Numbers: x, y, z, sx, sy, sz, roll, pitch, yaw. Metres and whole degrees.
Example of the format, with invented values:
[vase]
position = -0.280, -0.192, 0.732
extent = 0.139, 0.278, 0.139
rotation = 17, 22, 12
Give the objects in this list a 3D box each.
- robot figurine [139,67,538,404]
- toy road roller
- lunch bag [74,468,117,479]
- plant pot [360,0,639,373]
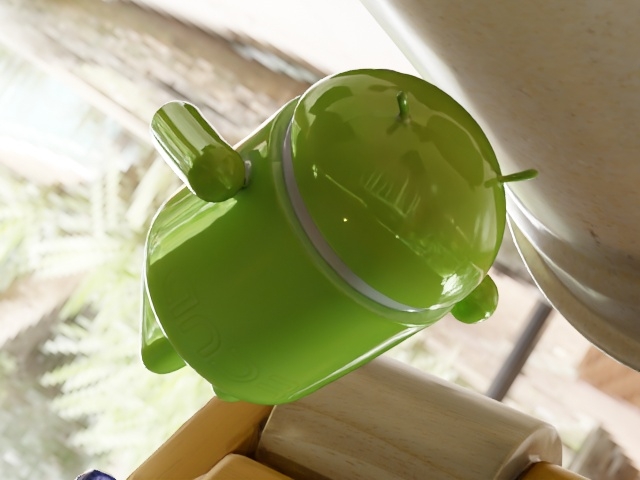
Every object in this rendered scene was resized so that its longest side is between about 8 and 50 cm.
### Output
[robot figurine]
position = 0.000, 0.000, 0.453
extent = 0.101, 0.067, 0.115
rotation = 26, 137, -31
[toy road roller]
position = -0.011, 0.235, 0.897
extent = 0.202, 0.329, 0.241
rotation = 22, 136, 27
[lunch bag]
position = -0.161, 0.260, 0.312
extent = 0.385, 0.327, 0.239
rotation = -90, -23, -58
[plant pot]
position = 0.138, -0.142, 0.677
extent = 0.334, 0.334, 0.305
rotation = 25, 174, 44
